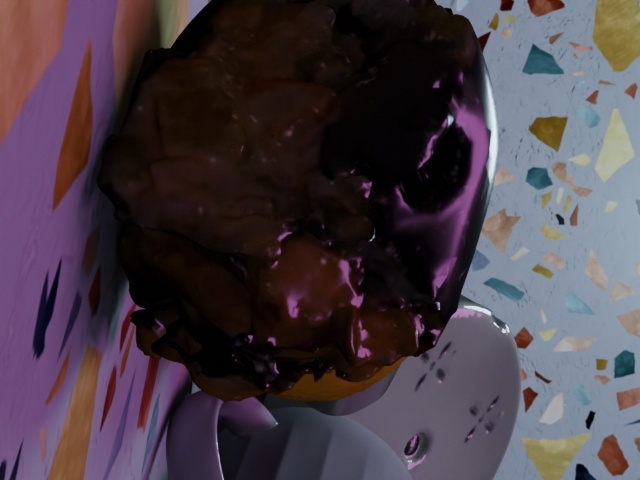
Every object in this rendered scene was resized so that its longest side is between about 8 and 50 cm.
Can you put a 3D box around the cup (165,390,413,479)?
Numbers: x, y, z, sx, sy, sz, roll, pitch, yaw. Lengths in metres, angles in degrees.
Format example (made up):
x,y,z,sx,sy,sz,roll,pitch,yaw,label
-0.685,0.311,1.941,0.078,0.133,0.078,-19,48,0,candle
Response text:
x,y,z,sx,sy,sz,roll,pitch,yaw,label
-0.047,0.265,1.310,0.327,0.237,0.323,-67,138,-73,cup

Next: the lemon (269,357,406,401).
x,y,z,sx,sy,sz,roll,pitch,yaw,label
-0.010,0.026,1.104,0.244,0.187,0.187,-144,-114,-82,lemon

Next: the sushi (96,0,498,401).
x,y,z,sx,sy,sz,roll,pitch,yaw,label
-0.019,-0.018,0.794,0.200,0.213,0.204,-50,149,-29,sushi

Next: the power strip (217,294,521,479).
x,y,z,sx,sy,sz,roll,pitch,yaw,label
0.044,0.200,1.625,0.357,0.161,0.357,-23,126,-36,power strip

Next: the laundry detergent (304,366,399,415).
x,y,z,sx,sy,sz,roll,pitch,yaw,label
0.000,0.000,1.311,0.105,0.215,0.280,-25,142,-30,laundry detergent
